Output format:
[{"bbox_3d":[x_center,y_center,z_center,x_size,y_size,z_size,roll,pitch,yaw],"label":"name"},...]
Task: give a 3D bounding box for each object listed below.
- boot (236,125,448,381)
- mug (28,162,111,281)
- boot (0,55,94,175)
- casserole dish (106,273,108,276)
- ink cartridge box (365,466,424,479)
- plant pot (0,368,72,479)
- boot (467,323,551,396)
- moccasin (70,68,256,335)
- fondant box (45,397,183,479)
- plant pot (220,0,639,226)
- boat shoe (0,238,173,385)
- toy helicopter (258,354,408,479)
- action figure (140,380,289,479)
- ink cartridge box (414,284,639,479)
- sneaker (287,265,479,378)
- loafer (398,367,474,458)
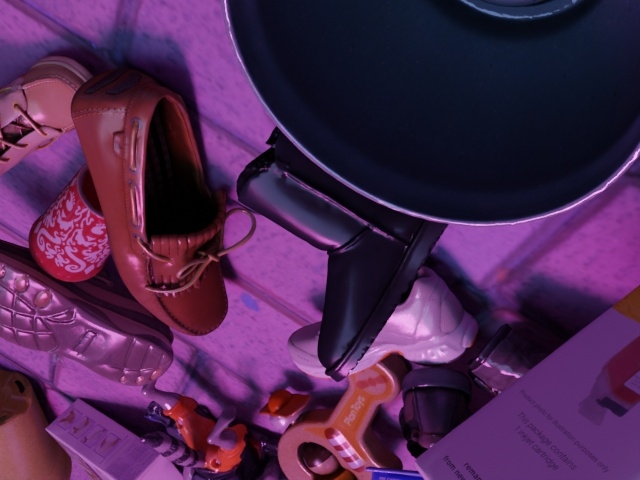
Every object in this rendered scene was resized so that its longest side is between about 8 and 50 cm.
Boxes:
[{"bbox_3d":[0.000,0.000,0.880,0.207,0.094,0.246,30,106,2],"label":"boot"},{"bbox_3d":[-0.295,-0.032,1.129,0.169,0.150,0.113,-39,67,47],"label":"mug"},{"bbox_3d":[-0.385,-0.114,0.992,0.262,0.203,0.095,-6,129,41],"label":"boot"},{"bbox_3d":[-0.413,0.062,1.346,0.114,0.037,0.188,44,142,-14],"label":"casserole dish"},{"bbox_3d":[0.175,0.343,1.096,0.186,0.065,0.311,3,160,17],"label":"ink cartridge box"},{"bbox_3d":[-0.684,0.420,1.778,0.276,0.276,0.253,18,128,19],"label":"plant pot"},{"bbox_3d":[0.289,0.213,0.971,0.223,0.118,0.338,34,161,30],"label":"boot"},{"bbox_3d":[-0.172,-0.027,1.013,0.147,0.139,0.379,19,132,31],"label":"moccasin"},{"bbox_3d":[-0.371,0.463,1.649,0.330,0.096,0.238,13,140,45],"label":"fondant box"},{"bbox_3d":[0.106,-0.181,0.582,0.293,0.196,0.293,19,140,17],"label":"plant pot"},{"bbox_3d":[-0.375,0.089,1.229,0.355,0.130,0.132,35,117,-26],"label":"boat shoe"},{"bbox_3d":[0.024,0.262,1.218,0.235,0.140,0.355,34,133,13],"label":"toy helicopter"},{"bbox_3d":[-0.216,0.356,1.419,0.342,0.178,0.330,11,136,30],"label":"action figure"},{"bbox_3d":[0.318,0.187,0.686,0.279,0.385,0.160,55,176,-27],"label":"ink cartridge box"},{"bbox_3d":[0.056,0.088,1.013,0.263,0.099,0.121,-15,115,35],"label":"sneaker"},{"bbox_3d":[0.148,0.251,1.051,0.109,0.095,0.302,-1,151,12],"label":"loafer"}]
